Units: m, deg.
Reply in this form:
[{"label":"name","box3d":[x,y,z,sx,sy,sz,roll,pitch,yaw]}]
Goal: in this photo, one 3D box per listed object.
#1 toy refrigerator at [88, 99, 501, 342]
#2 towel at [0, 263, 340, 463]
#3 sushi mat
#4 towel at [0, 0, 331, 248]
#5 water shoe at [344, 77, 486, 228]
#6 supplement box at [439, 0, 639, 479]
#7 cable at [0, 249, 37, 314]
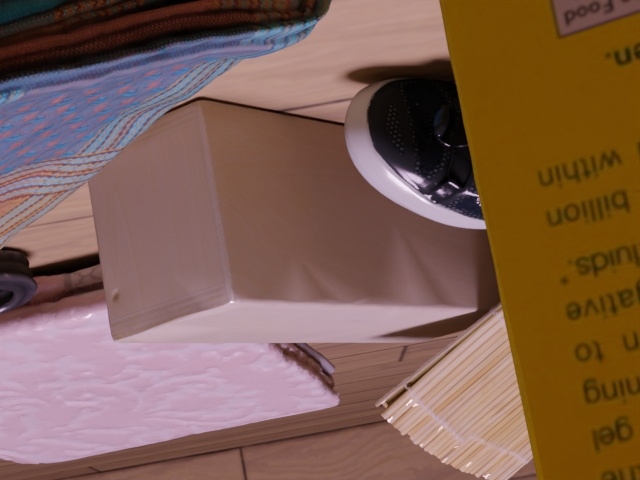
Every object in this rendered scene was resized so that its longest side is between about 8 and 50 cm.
[{"label":"toy refrigerator","box3d":[0.000,0.000,0.814,0.094,0.102,0.269,-19,166,36]},{"label":"towel","box3d":[-0.179,0.097,1.120,0.317,0.053,0.332,-13,157,13]},{"label":"sushi mat","box3d":[0.186,0.027,0.873,0.316,0.019,0.151,-41,141,10]},{"label":"towel","box3d":[-0.186,0.011,0.556,0.370,0.040,0.271,-33,176,41]},{"label":"water shoe","box3d":[0.112,-0.042,0.716,0.203,0.073,0.080,17,151,-20]},{"label":"supplement box","box3d":[0.167,0.007,0.371,0.195,0.357,0.194,-16,168,25]},{"label":"cable","box3d":[-0.296,0.022,0.845,0.287,0.072,0.139,-17,157,-35]}]
